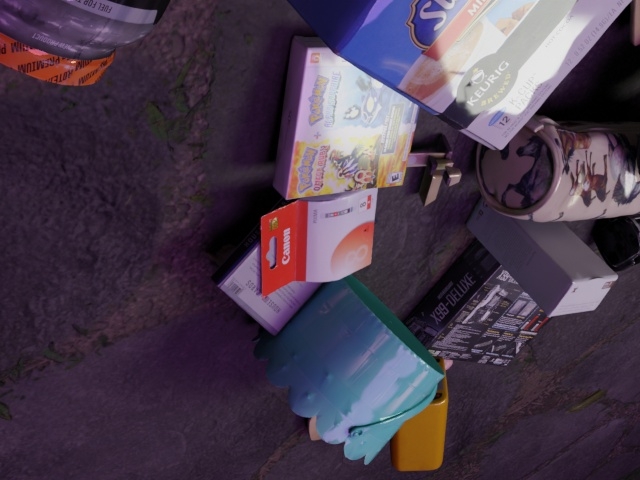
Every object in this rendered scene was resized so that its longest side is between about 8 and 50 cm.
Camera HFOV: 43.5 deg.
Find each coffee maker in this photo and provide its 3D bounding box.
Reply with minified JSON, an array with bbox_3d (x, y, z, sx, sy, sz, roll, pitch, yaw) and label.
[{"bbox_3d":[0.645,-0.005,1.600,0.178,0.120,0.171,-17,140,-20],"label":"coffee maker"}]

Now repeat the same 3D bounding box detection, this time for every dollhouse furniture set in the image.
[{"bbox_3d":[0.147,-0.085,1.195,0.081,0.091,0.114,-3,138,-12],"label":"dollhouse furniture set"}]

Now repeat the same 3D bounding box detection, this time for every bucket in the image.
[{"bbox_3d":[0.049,0.189,1.263,0.183,0.281,0.281,-45,141,5],"label":"bucket"}]

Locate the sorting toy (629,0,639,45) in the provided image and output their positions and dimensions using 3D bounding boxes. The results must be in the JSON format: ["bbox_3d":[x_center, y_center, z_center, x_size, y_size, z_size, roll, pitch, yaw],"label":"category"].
[{"bbox_3d":[0.491,-0.376,1.149,0.132,0.046,0.274,-32,143,-3],"label":"sorting toy"}]

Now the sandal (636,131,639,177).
[{"bbox_3d":[0.623,-0.267,1.203,0.445,0.107,0.167,-54,130,-6],"label":"sandal"}]

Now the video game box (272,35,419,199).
[{"bbox_3d":[0.040,-0.159,1.030,0.187,0.048,0.205,-8,125,-27],"label":"video game box"}]

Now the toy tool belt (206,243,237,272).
[{"bbox_3d":[-0.126,0.039,1.154,0.051,0.052,0.083,4,152,26],"label":"toy tool belt"}]

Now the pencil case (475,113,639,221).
[{"bbox_3d":[0.438,-0.125,1.289,0.410,0.160,0.183,-4,121,-33],"label":"pencil case"}]

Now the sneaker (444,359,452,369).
[{"bbox_3d":[0.232,0.267,1.632,0.134,0.070,0.051,9,123,-43],"label":"sneaker"}]

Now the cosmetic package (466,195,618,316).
[{"bbox_3d":[0.359,0.016,1.322,0.117,0.231,0.085,-3,133,-33],"label":"cosmetic package"}]

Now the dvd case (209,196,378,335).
[{"bbox_3d":[-0.030,0.010,1.154,0.238,0.029,0.179,-47,143,-6],"label":"dvd case"}]

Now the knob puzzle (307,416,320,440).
[{"bbox_3d":[0.048,0.325,1.592,0.213,0.030,0.213,-21,141,-18],"label":"knob puzzle"}]

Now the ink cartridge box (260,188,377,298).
[{"bbox_3d":[0.000,0.000,1.117,0.179,0.045,0.145,-27,136,-34],"label":"ink cartridge box"}]

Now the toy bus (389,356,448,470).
[{"bbox_3d":[0.186,0.344,1.556,0.108,0.130,0.332,-3,139,3],"label":"toy bus"}]

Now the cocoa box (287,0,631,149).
[{"bbox_3d":[0.073,-0.290,0.693,0.228,0.347,0.231,19,118,-46],"label":"cocoa box"}]

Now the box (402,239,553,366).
[{"bbox_3d":[0.334,0.130,1.553,0.307,0.076,0.242,14,122,-44],"label":"box"}]

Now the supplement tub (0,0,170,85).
[{"bbox_3d":[-0.176,-0.294,0.634,0.193,0.193,0.316,12,123,-43],"label":"supplement tub"}]
